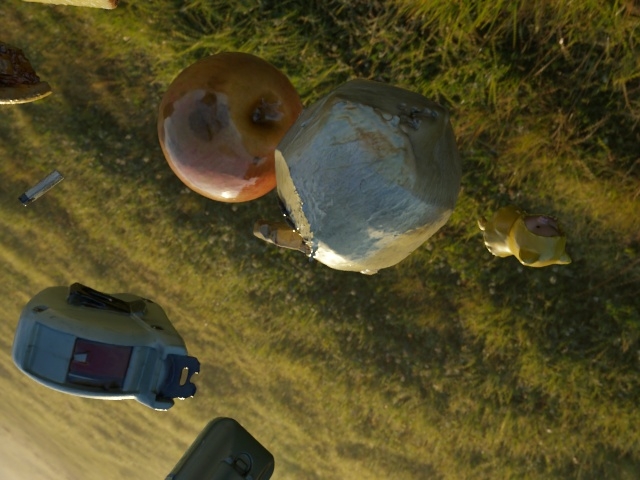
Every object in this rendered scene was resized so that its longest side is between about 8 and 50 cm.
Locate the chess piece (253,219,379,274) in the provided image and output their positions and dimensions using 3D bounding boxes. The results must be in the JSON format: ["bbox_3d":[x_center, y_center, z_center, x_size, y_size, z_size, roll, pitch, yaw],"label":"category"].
[{"bbox_3d":[0.000,0.000,1.389,0.300,0.138,0.137,9,153,-23],"label":"chess piece"}]

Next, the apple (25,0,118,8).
[{"bbox_3d":[-0.477,-0.502,0.924,0.314,0.252,0.309,61,-171,18],"label":"apple"}]

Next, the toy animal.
[{"bbox_3d":[0.481,-0.010,1.465,0.156,0.156,0.230,61,170,-31],"label":"toy animal"}]

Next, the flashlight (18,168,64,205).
[{"bbox_3d":[-0.503,-0.095,1.093,0.018,0.083,0.018,46,168,18],"label":"flashlight"}]

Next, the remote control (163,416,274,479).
[{"bbox_3d":[-0.192,0.406,0.821,0.128,0.335,0.065,49,148,-18],"label":"remote control"}]

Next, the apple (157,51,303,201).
[{"bbox_3d":[-0.207,-0.278,1.464,0.363,0.364,0.364,23,143,18],"label":"apple"}]

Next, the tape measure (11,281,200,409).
[{"bbox_3d":[-0.325,0.145,0.918,0.246,0.125,0.243,16,-177,-27],"label":"tape measure"}]

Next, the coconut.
[{"bbox_3d":[0.094,-0.137,1.145,0.346,0.346,0.360,40,120,-6],"label":"coconut"}]

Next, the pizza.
[{"bbox_3d":[-0.871,-0.455,1.566,0.073,0.182,0.365,20,180,41],"label":"pizza"}]
